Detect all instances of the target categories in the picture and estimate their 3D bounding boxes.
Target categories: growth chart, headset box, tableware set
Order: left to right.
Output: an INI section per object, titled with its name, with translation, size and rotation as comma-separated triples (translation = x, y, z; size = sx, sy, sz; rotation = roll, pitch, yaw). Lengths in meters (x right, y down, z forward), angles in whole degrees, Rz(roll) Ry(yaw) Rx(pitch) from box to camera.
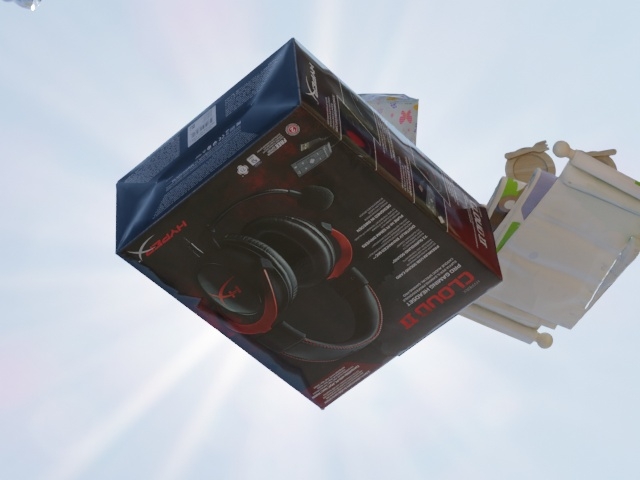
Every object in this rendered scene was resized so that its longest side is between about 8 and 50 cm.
[headset box]
translation = 0.000, 0.000, 1.628
size = 0.293, 0.218, 0.110
rotation = 40, -155, -30
[growth chart]
translation = 0.204, 0.008, 1.716
size = 0.172, 0.237, 0.021
rotation = 31, -143, -15
[tableware set]
translation = 0.303, -0.049, 2.329
size = 0.020, 0.141, 0.168
rotation = 95, 173, -68

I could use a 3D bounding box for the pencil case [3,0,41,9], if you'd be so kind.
[pencil case]
translation = -0.302, -0.256, 1.300
size = 0.113, 0.273, 0.124
rotation = -101, 30, -77

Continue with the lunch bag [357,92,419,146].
[lunch bag]
translation = 0.058, -0.121, 1.998
size = 0.083, 0.053, 0.071
rotation = -4, -76, -23
